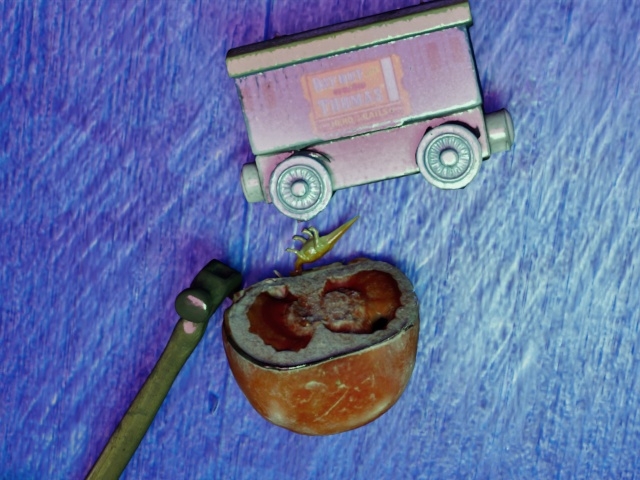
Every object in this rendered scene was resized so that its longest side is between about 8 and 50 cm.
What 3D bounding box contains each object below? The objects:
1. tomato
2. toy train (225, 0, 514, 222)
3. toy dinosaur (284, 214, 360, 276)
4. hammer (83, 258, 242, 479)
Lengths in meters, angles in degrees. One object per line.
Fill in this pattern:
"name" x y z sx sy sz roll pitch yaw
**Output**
"tomato" 0.004 0.132 1.549 0.214 0.181 0.155 -9 121 -6
"toy train" 0.048 -0.139 1.505 0.299 0.131 0.202 -12 97 8
"toy dinosaur" -0.003 -0.001 1.587 0.041 0.026 0.113 40 111 -8
"hammer" -0.213 0.205 1.602 0.044 0.168 0.440 33 110 3
